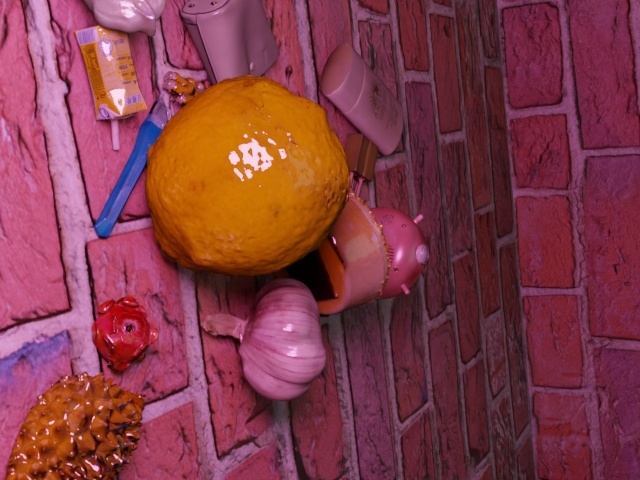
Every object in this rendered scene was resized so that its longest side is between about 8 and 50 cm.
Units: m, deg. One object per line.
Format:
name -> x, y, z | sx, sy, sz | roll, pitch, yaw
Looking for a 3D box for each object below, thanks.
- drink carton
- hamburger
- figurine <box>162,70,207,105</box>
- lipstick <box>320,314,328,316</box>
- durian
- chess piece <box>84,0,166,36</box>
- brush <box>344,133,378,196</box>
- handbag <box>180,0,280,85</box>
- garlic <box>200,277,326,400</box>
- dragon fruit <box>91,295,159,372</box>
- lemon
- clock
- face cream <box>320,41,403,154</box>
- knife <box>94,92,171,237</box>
drink carton -> -0.334, -0.247, 1.328 | 0.084, 0.074, 0.200 | -34, 116, -56
hamburger -> 0.020, 0.012, 1.724 | 0.170, 0.302, 0.302 | -31, 116, -36
figurine -> -0.231, -0.265, 1.526 | 0.143, 0.068, 0.101 | 51, 36, -23
lipstick -> 0.000, 0.000, 1.917 | 0.057, 0.057, 0.356 | 6, 83, -60
durian -> -0.361, 0.335, 1.204 | 0.191, 0.112, 0.341 | 60, 42, -43
chess piece -> -0.306, -0.465, 1.300 | 0.176, 0.176, 0.298 | 43, 53, -51
brush -> 0.090, -0.149, 2.098 | 0.103, 0.047, 0.233 | 28, 69, -56
handbag -> -0.150, -0.373, 1.634 | 0.241, 0.109, 0.315 | -65, 144, -37
garlic -> -0.118, 0.186, 1.605 | 0.253, 0.245, 0.245 | 11, 76, -22
dragon fruit -> -0.315, 0.154, 1.342 | 0.112, 0.068, 0.126 | -27, 110, -57
lemon -> -0.133, -0.099, 1.416 | 0.350, 0.387, 0.350 | 40, 17, -15
clock -> 0.142, 0.026, 1.970 | 0.142, 0.241, 0.227 | 32, 66, -52
face cream -> 0.112, -0.367, 2.110 | 0.348, 0.081, 0.173 | 36, 57, -54
knife -> -0.319, -0.131, 1.398 | 0.044, 0.026, 0.296 | 51, 48, -42
